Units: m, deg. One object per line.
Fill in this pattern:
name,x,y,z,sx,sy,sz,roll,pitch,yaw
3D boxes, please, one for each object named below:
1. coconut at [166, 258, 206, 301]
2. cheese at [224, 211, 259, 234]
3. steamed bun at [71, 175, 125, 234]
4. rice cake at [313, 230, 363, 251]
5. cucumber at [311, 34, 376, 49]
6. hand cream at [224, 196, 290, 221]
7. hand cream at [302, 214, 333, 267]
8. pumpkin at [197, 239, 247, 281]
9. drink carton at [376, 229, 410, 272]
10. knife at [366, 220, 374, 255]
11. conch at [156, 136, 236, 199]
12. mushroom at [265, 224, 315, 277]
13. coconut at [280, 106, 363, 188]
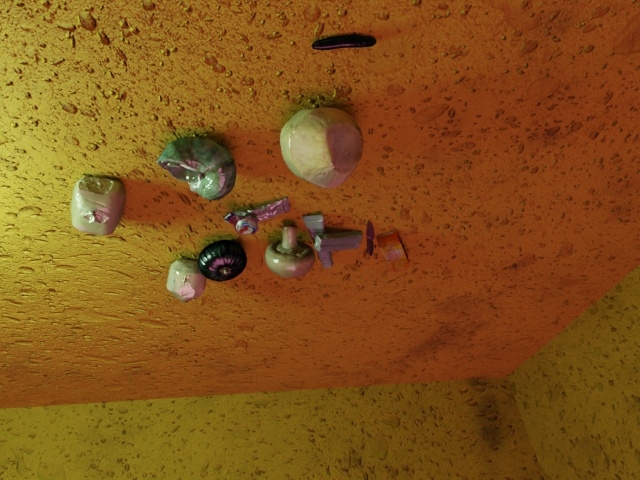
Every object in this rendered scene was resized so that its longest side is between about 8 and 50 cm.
coconut,-0.563,0.175,2.043,0.171,0.171,0.183,8,96,-21
cheese,-0.293,-0.063,1.825,0.095,0.038,0.145,-40,132,23
steamed bun,-0.768,-0.099,1.670,0.170,0.153,0.239,10,137,-22
rice cake,0.074,0.005,2.021,0.226,0.040,0.085,-5,132,-32
cucumber,0.065,-0.545,1.338,0.184,0.033,0.036,-5,119,-5
hand cream,-0.241,-0.106,1.857,0.257,0.050,0.084,-12,141,0
hand cream,0.000,0.000,2.046,0.085,0.058,0.331,-1,140,13
pumpkin,-0.399,0.086,1.991,0.202,0.140,0.202,-17,142,-14
drink carton,0.327,0.050,2.158,0.096,0.071,0.223,-18,142,13
knife,0.217,-0.007,2.104,0.035,0.018,0.247,-7,143,2
conch,-0.372,-0.228,1.574,0.220,0.195,0.277,-15,168,26
mushroom,-0.122,0.037,1.973,0.207,0.207,0.215,-1,110,-10
coconut,0.003,-0.295,1.515,0.259,0.259,0.259,-5,144,-4
